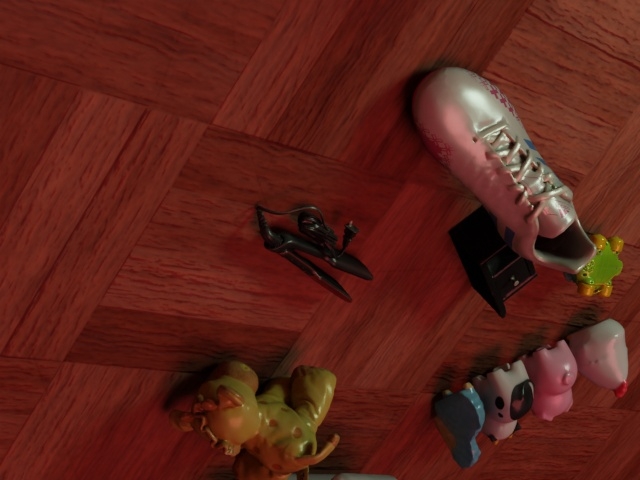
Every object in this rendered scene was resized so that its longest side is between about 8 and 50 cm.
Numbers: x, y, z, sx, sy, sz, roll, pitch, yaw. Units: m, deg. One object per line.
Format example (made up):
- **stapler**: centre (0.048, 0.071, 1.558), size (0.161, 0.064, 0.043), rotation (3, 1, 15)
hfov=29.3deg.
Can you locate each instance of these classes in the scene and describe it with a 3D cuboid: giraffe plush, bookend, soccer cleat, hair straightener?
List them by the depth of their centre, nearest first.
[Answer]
- **soccer cleat**: centre (0.233, -0.081, 1.459), size (0.116, 0.143, 0.331), rotation (-47, 129, -3)
- **hair straightener**: centre (0.000, 0.000, 1.474), size (0.089, 0.047, 0.230), rotation (-46, 139, 7)
- **giraffe plush**: centre (-0.093, 0.224, 1.536), size (0.170, 0.210, 0.181), rotation (32, 110, -22)
- **bookend**: centre (0.274, 0.003, 1.683), size (0.156, 0.072, 0.157), rotation (-37, 144, -5)

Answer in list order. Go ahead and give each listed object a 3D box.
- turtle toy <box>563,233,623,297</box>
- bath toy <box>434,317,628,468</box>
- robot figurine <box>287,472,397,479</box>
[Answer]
- **turtle toy**: centre (0.411, 0.034, 1.837), size (0.130, 0.066, 0.095), rotation (5, 101, -46)
- **bath toy**: centre (0.352, 0.239, 1.949), size (0.348, 0.129, 0.151), rotation (-21, 173, -22)
- **robot figurine**: centre (-0.010, 0.441, 1.778), size (0.353, 0.200, 0.300), rotation (12, 130, -46)
